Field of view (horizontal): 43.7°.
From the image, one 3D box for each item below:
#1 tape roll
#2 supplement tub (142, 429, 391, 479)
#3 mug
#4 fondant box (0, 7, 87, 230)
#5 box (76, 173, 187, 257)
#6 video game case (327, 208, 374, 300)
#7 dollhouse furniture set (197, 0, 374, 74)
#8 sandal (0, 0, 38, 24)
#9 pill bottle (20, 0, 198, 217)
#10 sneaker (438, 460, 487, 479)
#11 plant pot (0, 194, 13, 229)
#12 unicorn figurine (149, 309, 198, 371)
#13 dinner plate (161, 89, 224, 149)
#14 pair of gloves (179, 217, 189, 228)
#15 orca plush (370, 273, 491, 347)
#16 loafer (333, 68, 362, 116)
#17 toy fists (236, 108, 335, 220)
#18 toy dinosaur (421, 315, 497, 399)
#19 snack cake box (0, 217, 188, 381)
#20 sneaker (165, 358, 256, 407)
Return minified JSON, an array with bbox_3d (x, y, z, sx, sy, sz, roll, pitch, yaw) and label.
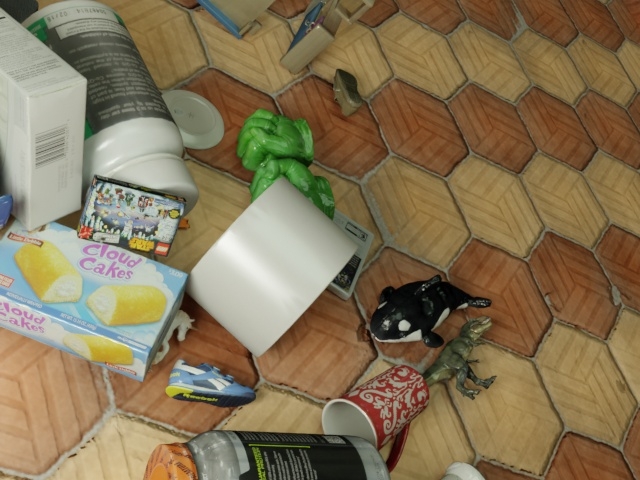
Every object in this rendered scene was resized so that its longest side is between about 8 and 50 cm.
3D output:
[{"bbox_3d":[-0.079,0.043,1.281,0.169,0.246,0.246,42,47,0],"label":"tape roll"},{"bbox_3d":[-0.074,0.362,1.099,0.315,0.193,0.194,11,55,-27],"label":"supplement tub"},{"bbox_3d":[0.096,0.297,1.335,0.113,0.150,0.169,24,31,33],"label":"mug"},{"bbox_3d":[-0.475,-0.205,1.142,0.330,0.238,0.096,40,46,22],"label":"fondant box"},{"bbox_3d":[-0.274,-0.034,1.162,0.137,0.094,0.027,13,20,-27],"label":"box"},{"bbox_3d":[0.000,0.000,1.515,0.190,0.022,0.173,34,47,-10],"label":"video game case"},{"bbox_3d":[-0.069,-0.562,1.675,0.303,0.286,0.198,38,46,-21],"label":"dollhouse furniture set"},{"bbox_3d":[-0.590,-0.349,1.361,0.097,0.054,0.254,36,56,3],"label":"sandal"},{"bbox_3d":[-0.348,-0.191,1.295,0.204,0.204,0.361,-15,68,-39],"label":"pill bottle"},{"bbox_3d":[0.267,0.501,1.303,0.121,0.099,0.262,-29,70,-34],"label":"sneaker"},{"bbox_3d":[-0.559,-0.067,1.048,0.236,0.236,0.212,-28,96,-41],"label":"plant pot"},{"bbox_3d":[-0.262,0.143,1.218,0.161,0.060,0.111,25,52,-18],"label":"unicorn figurine"},{"bbox_3d":[-0.246,-0.235,1.521,0.141,0.017,0.141,16,52,-21],"label":"dinner plate"},{"bbox_3d":[-0.268,-0.052,1.384,0.074,0.010,0.083,2,56,-30],"label":"pair of gloves"},{"bbox_3d":[0.218,0.115,1.500,0.287,0.102,0.151,0,45,-32],"label":"orca plush"},{"bbox_3d":[0.052,-0.327,1.757,0.056,0.050,0.148,21,35,-24],"label":"loafer"},{"bbox_3d":[-0.073,-0.137,1.495,0.142,0.096,0.279,-4,54,-21],"label":"toy fists"},{"bbox_3d":[0.260,0.240,1.491,0.118,0.064,0.268,41,45,20],"label":"toy dinosaur"},{"bbox_3d":[-0.344,0.078,1.154,0.264,0.089,0.152,21,50,-2],"label":"snack cake box"},{"bbox_3d":[-0.165,0.220,1.234,0.144,0.053,0.059,17,50,-24],"label":"sneaker"}]
